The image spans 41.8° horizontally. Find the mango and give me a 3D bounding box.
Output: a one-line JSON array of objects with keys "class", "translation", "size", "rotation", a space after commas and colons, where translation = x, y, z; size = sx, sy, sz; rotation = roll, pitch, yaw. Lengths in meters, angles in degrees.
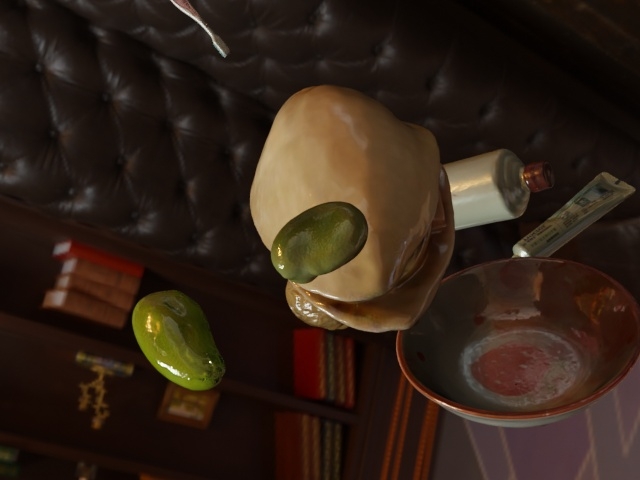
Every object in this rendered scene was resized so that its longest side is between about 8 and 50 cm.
[{"class": "mango", "translation": [-0.179, 0.123, 1.056], "size": [0.165, 0.091, 0.074], "rotation": [40, -175, 36]}]

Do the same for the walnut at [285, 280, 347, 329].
[{"class": "walnut", "translation": [0.009, 0.105, 1.694], "size": [0.155, 0.155, 0.184], "rotation": [23, -179, -33]}]

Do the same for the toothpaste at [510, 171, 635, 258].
[{"class": "toothpaste", "translation": [0.346, -0.023, 1.182], "size": [0.064, 0.218, 0.041], "rotation": [41, 163, 46]}]

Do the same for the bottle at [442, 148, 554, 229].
[{"class": "bottle", "translation": [0.226, -0.072, 1.246], "size": [0.245, 0.104, 0.104], "rotation": [-12, 152, 37]}]

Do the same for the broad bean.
[{"class": "broad bean", "translation": [0.000, 0.000, 0.676], "size": [0.083, 0.063, 0.045], "rotation": [-32, 137, 15]}]

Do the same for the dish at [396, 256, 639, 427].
[{"class": "dish", "translation": [0.219, 0.127, 0.920], "size": [0.260, 0.260, 0.085], "rotation": [3, 126, 28]}]

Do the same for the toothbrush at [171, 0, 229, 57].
[{"class": "toothbrush", "translation": [-0.184, -0.312, 1.059], "size": [0.204, 0.017, 0.022], "rotation": [49, 159, -3]}]

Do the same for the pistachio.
[{"class": "pistachio", "translation": [0.031, -0.040, 0.882], "size": [0.214, 0.318, 0.193], "rotation": [-19, 131, 8]}]
